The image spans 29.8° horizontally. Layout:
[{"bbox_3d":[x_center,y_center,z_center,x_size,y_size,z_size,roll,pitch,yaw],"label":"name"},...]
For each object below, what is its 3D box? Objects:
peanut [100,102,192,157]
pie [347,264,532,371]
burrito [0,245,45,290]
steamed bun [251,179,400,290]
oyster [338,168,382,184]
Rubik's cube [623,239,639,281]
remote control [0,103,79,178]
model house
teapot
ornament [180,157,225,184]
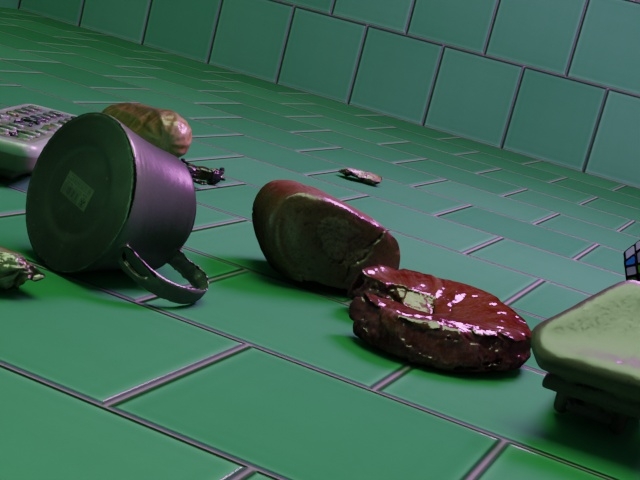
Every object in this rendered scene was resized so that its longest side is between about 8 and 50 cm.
[{"bbox_3d":[-0.282,-0.168,1.893,0.194,0.093,0.083,12,-27,37],"label":"peanut"},{"bbox_3d":[0.122,0.082,1.267,0.204,0.054,0.219,11,12,-15],"label":"pie"},{"bbox_3d":[-0.339,0.009,1.083,0.188,0.045,0.058,17,19,4],"label":"burrito"},{"bbox_3d":[0.000,0.000,1.404,0.175,0.106,0.145,25,2,-20],"label":"steamed bun"},{"bbox_3d":[0.073,-0.120,2.243,0.083,0.019,0.054,17,13,1],"label":"oyster"},{"bbox_3d":[0.494,0.050,1.722,0.112,0.133,0.133,-8,6,15],"label":"Rubik's cube"},{"bbox_3d":[-0.400,-0.136,1.635,0.128,0.066,0.335,17,12,2],"label":"remote control"},{"bbox_3d":[0.308,0.125,1.110,0.229,0.122,0.188,14,-24,13],"label":"model house"},{"bbox_3d":[-0.190,-0.027,1.228,0.149,0.162,0.239,18,30,-51],"label":"teapot"},{"bbox_3d":[-0.180,-0.100,1.827,0.073,0.028,0.125,12,10,-8],"label":"ornament"}]
